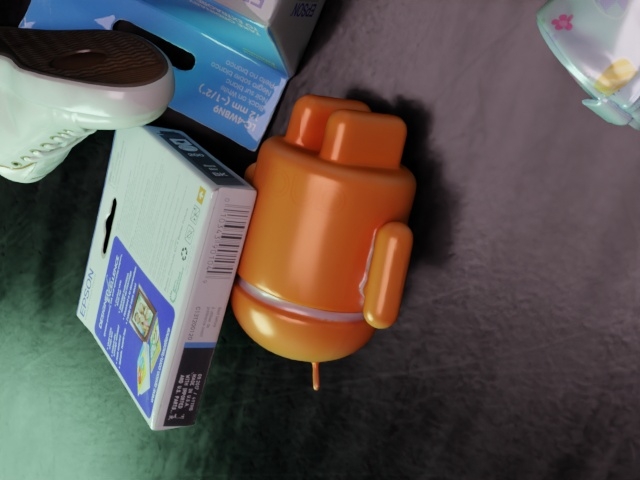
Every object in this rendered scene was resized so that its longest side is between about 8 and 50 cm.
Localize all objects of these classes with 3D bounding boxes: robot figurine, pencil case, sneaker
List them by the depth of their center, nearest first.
[{"bbox_3d":[0.274,-0.196,0.691,0.273,0.113,0.124,-42,49,24],"label":"pencil case"},{"bbox_3d":[-0.001,-0.001,0.821,0.158,0.128,0.219,16,105,9],"label":"robot figurine"},{"bbox_3d":[-0.210,-0.104,0.855,0.290,0.106,0.123,16,124,44],"label":"sneaker"}]

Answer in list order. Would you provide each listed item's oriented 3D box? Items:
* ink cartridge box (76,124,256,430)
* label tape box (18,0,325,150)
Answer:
[{"bbox_3d":[-0.137,0.016,0.874,0.208,0.045,0.206,39,118,51],"label":"ink cartridge box"},{"bbox_3d":[-0.104,-0.270,0.805,0.249,0.115,0.347,29,107,11],"label":"label tape box"}]
